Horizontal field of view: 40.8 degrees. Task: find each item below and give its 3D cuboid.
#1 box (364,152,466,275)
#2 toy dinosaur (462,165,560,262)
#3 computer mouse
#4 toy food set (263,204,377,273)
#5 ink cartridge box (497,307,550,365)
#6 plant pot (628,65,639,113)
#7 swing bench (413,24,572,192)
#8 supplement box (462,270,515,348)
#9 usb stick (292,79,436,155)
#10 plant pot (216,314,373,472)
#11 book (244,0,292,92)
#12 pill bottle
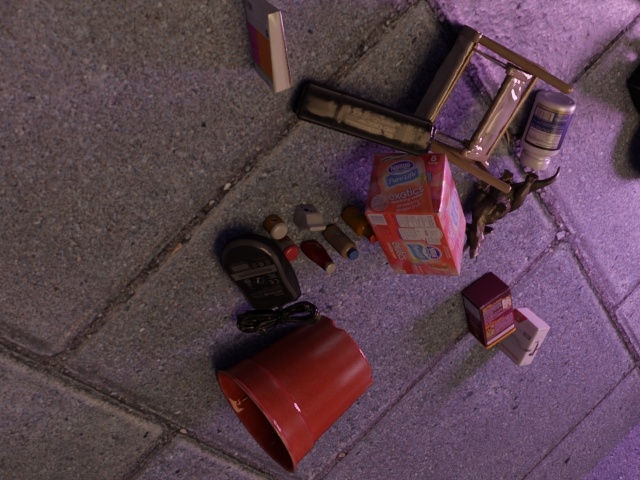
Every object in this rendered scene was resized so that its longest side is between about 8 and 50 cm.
[{"bbox_3d":[0.206,-0.049,1.796,0.300,0.154,0.142,56,40,-58],"label":"box"},{"bbox_3d":[0.432,-0.099,2.055,0.313,0.121,0.160,-42,167,-17],"label":"toy dinosaur"},{"bbox_3d":[-0.119,0.076,1.761,0.188,0.072,0.272,-9,133,14],"label":"computer mouse"},{"bbox_3d":[0.000,0.000,1.785,0.232,0.104,0.111,-4,124,-36],"label":"toy food set"},{"bbox_3d":[0.577,0.274,2.454,0.056,0.099,0.135,-1,124,-38],"label":"ink cartridge box"},{"bbox_3d":[0.877,-0.381,2.123,0.167,0.188,0.187,30,102,-34],"label":"plant pot"},{"bbox_3d":[0.324,-0.277,1.765,0.254,0.165,0.253,24,109,-19],"label":"swing bench"},{"bbox_3d":[0.451,0.188,2.301,0.104,0.081,0.188,-32,137,-12],"label":"supplement box"},{"bbox_3d":[0.085,-0.230,1.634,0.277,0.045,0.077,16,105,-15],"label":"usb stick"},{"bbox_3d":[-0.043,0.321,1.908,0.265,0.272,0.272,-36,138,-21],"label":"plant pot"},{"bbox_3d":[-0.093,-0.336,1.455,0.035,0.096,0.144,-25,135,-19],"label":"book"},{"bbox_3d":[0.520,-0.253,1.997,0.094,0.094,0.169,-9,128,-33],"label":"pill bottle"}]
